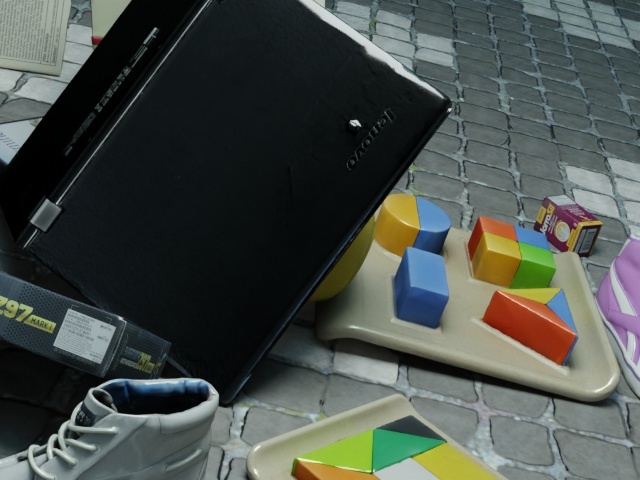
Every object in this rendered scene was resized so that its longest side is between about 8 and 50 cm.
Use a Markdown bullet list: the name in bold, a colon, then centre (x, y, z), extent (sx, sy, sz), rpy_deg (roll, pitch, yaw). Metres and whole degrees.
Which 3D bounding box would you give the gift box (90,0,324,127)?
- **gift box**: centre (-0.120, -0.260, 1.589), extent (0.258, 0.255, 0.276), rpy_deg (14, 28, 34)

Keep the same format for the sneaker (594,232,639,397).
- **sneaker**: centre (0.412, 0.092, 1.398), extent (0.102, 0.161, 0.282), rpy_deg (4, 31, -23)

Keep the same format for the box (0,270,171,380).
- **box**: centre (-0.270, 0.071, 1.115), extent (0.233, 0.059, 0.183), rpy_deg (20, -9, 10)

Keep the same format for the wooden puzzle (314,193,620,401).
- **wooden puzzle**: centre (0.172, 0.045, 1.451), extent (0.348, 0.080, 0.322), rpy_deg (12, 28, -5)

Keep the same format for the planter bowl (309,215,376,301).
- **planter bowl**: centre (0.000, 0.000, 1.341), extent (0.090, 0.217, 0.217), rpy_deg (29, 25, -13)

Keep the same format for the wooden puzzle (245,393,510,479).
- **wooden puzzle**: centre (0.084, 0.233, 1.102), extent (0.221, 0.044, 0.239), rpy_deg (-13, 38, -42)

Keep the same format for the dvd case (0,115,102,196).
- **dvd case**: centre (-0.318, -0.118, 1.574), extent (0.180, 0.022, 0.253), rpy_deg (34, 34, 32)

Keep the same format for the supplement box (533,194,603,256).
- **supplement box**: centre (0.345, -0.021, 1.681), extent (0.043, 0.055, 0.083), rpy_deg (-5, 33, -32)

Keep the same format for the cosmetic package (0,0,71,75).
- **cosmetic package**: centre (-0.524, -0.352, 1.759), extent (0.309, 0.160, 0.113), rpy_deg (8, 28, -15)

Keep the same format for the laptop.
- **laptop**: centre (-0.133, -0.100, 1.316), extent (0.236, 0.382, 0.408), rpy_deg (38, 0, -26)

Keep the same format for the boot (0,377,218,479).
- **boot**: centre (-0.206, 0.172, 0.986), extent (0.258, 0.123, 0.095), rpy_deg (-6, 34, -34)
